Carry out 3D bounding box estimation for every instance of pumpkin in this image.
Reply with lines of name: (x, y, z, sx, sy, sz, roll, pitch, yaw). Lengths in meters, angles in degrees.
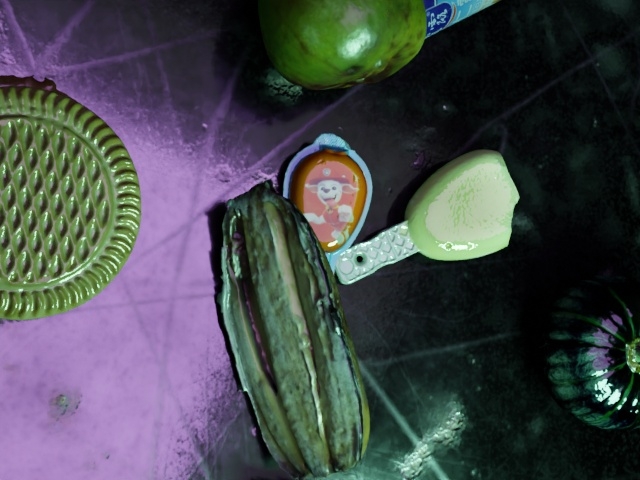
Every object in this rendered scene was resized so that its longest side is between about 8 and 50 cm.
pumpkin: (0.370, 0.141, 1.259, 0.202, 0.140, 0.202, 3, 82, -20)

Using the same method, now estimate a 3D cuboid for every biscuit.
biscuit: (-0.310, -0.047, 1.022, 0.259, 0.079, 0.259, 2, 85, -22)

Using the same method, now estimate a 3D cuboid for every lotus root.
lotus root: (-0.025, 0.095, 1.107, 0.078, 0.167, 0.329, -13, 90, -53)

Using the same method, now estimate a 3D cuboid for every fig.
fig: (0.016, -0.256, 1.133, 0.181, 0.181, 0.191, -36, 75, -22)

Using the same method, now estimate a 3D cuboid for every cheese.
cheese: (0.000, 0.000, 1.168, 0.106, 0.037, 0.256, 9, 84, -7)
cheese: (0.131, -0.013, 1.223, 0.255, 0.050, 0.127, -27, 94, -14)

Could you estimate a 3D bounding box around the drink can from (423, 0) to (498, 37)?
drink can: (0.179, -0.330, 1.253, 0.235, 0.097, 0.097, -31, 97, -24)
